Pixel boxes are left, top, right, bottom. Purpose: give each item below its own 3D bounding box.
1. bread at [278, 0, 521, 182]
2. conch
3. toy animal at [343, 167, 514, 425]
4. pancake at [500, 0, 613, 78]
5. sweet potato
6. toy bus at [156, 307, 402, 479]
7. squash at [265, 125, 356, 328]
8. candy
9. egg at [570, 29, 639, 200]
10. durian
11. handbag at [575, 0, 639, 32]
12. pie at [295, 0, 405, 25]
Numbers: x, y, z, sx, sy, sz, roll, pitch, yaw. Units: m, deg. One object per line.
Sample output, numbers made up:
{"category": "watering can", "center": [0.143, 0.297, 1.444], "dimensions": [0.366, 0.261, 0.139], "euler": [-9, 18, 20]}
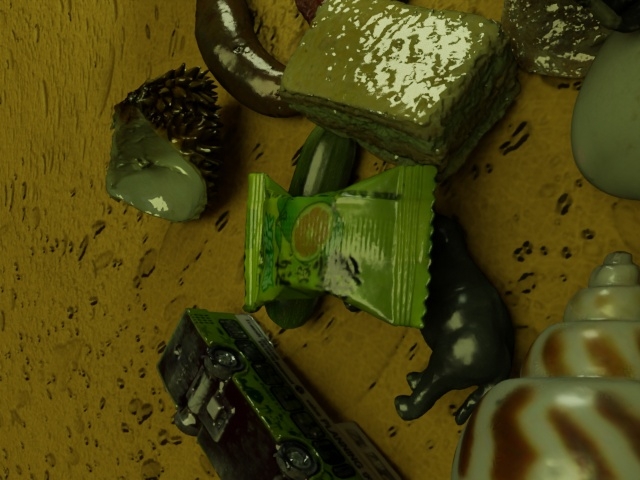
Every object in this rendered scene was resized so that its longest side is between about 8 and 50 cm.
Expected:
{"category": "bread", "center": [0.069, -0.148, 0.580], "dimensions": [0.196, 0.102, 0.138], "euler": [25, 71, 33]}
{"category": "conch", "center": [0.190, 0.148, 0.462], "dimensions": [0.182, 0.149, 0.275], "euler": [13, 64, 50]}
{"category": "toy animal", "center": [0.093, 0.039, 0.593], "dimensions": [0.137, 0.082, 0.270], "euler": [-29, 65, 28]}
{"category": "pancake", "center": [0.223, -0.209, 0.545], "dimensions": [0.139, 0.022, 0.140], "euler": [-3, 85, 35]}
{"category": "sweet potato", "center": [-0.075, -0.216, 0.725], "dimensions": [0.108, 0.079, 0.346], "euler": [-47, 66, 11]}
{"category": "toy bus", "center": [-0.053, 0.198, 0.659], "dimensions": [0.301, 0.139, 0.113], "euler": [44, 112, 37]}
{"category": "squash", "center": [-0.013, -0.013, 0.681], "dimensions": [0.066, 0.066, 0.229], "euler": [21, 99, 34]}
{"category": "candy", "center": [0.000, 0.000, 0.579], "dimensions": [0.246, 0.069, 0.149], "euler": [0, 83, 40]}
{"category": "egg", "center": [0.270, -0.109, 0.428], "dimensions": [0.209, 0.151, 0.151], "euler": [-43, 65, 33]}
{"category": "durian", "center": [-0.185, -0.103, 0.755], "dimensions": [0.252, 0.139, 0.144], "euler": [136, 127, -62]}
{"category": "handbag", "center": [0.243, -0.343, 0.396], "dimensions": [0.327, 0.162, 0.325], "euler": [-34, 39, 25]}
{"category": "pie", "center": [0.034, -0.287, 0.673], "dimensions": [0.153, 0.038, 0.154], "euler": [0, 89, 37]}
